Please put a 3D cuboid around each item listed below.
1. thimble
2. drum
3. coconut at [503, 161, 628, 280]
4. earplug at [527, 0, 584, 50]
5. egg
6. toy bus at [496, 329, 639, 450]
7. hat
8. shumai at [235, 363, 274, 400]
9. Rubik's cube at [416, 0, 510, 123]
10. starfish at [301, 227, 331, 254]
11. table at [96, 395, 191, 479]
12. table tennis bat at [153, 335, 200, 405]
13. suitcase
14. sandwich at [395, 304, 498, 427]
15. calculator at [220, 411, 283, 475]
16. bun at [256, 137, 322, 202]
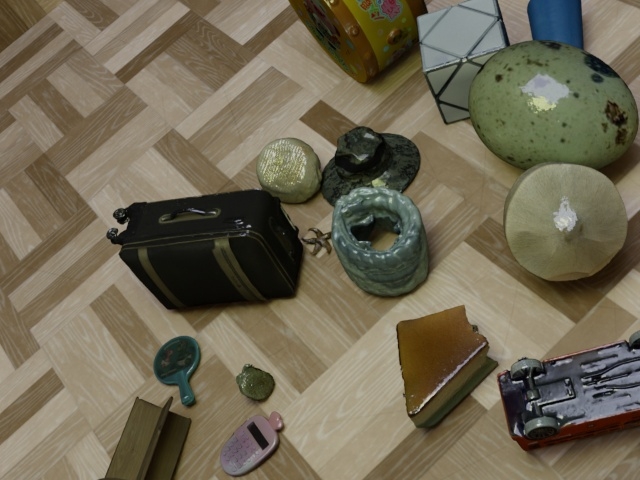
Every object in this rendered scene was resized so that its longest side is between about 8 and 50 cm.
[{"bbox_3d":[0.133,0.000,1.969,0.205,0.172,0.250,-37,51,-9],"label":"thimble"},{"bbox_3d":[0.075,-0.636,2.298,0.214,0.431,0.431,-40,49,-3],"label":"drum"},{"bbox_3d":[0.481,-0.039,1.752,0.237,0.237,0.266,-27,5,6],"label":"coconut"},{"bbox_3d":[0.575,-0.470,2.124,0.132,0.132,0.273,-9,56,20],"label":"earplug"},{"bbox_3d":[0.501,-0.287,1.913,0.379,0.287,0.288,16,65,37],"label":"egg"},{"bbox_3d":[0.500,0.277,1.593,0.329,0.153,0.143,-18,52,15],"label":"toy bus"},{"bbox_3d":[0.104,-0.204,2.158,0.265,0.128,0.265,-11,53,15],"label":"hat"},{"bbox_3d":[-0.155,0.318,1.953,0.083,0.082,0.080,-29,3,-34],"label":"shumai"},{"bbox_3d":[0.364,-0.442,2.150,0.207,0.205,0.205,-12,52,17],"label":"Rubik's cube"},{"bbox_3d":[0.000,0.000,2.122,0.078,0.028,0.091,-41,51,2],"label":"starfish"},{"bbox_3d":[-0.374,0.458,1.901,0.167,0.167,0.227,-5,45,23],"label":"table"},{"bbox_3d":[-0.328,0.306,2.059,0.124,0.033,0.201,-31,44,4],"label":"table tennis bat"},{"bbox_3d":[-0.264,0.024,2.070,0.434,0.283,0.194,-7,51,21],"label":"suitcase"},{"bbox_3d":[0.257,0.254,1.756,0.186,0.108,0.220,-16,49,16],"label":"sandwich"},{"bbox_3d":[-0.145,0.433,1.880,0.166,0.024,0.103,-41,48,-3],"label":"calculator"},{"bbox_3d":[-0.073,-0.176,2.241,0.188,0.111,0.164,13,83,33],"label":"bun"}]
